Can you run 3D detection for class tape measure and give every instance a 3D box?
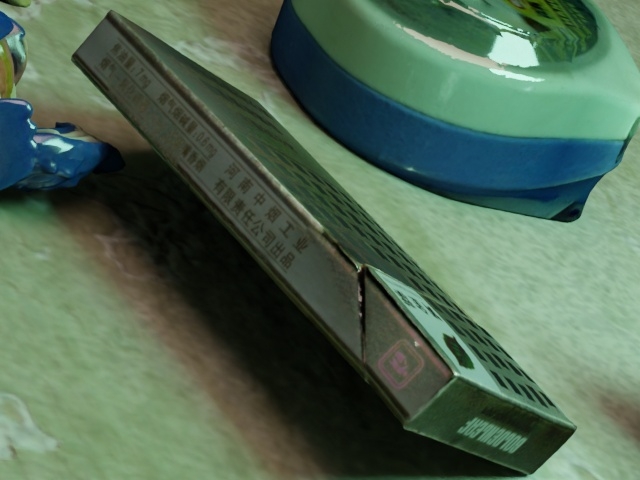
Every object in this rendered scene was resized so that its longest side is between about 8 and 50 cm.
[{"bbox_3d":[0.097,-0.152,1.389,0.262,0.138,0.259,7,33,-38],"label":"tape measure"}]

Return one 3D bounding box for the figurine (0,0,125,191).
[{"bbox_3d":[-0.210,-0.085,1.006,0.164,0.121,0.262,59,7,1],"label":"figurine"}]

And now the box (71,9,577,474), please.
[{"bbox_3d":[0.001,0.001,1.066,0.325,0.047,0.180,46,9,30],"label":"box"}]
